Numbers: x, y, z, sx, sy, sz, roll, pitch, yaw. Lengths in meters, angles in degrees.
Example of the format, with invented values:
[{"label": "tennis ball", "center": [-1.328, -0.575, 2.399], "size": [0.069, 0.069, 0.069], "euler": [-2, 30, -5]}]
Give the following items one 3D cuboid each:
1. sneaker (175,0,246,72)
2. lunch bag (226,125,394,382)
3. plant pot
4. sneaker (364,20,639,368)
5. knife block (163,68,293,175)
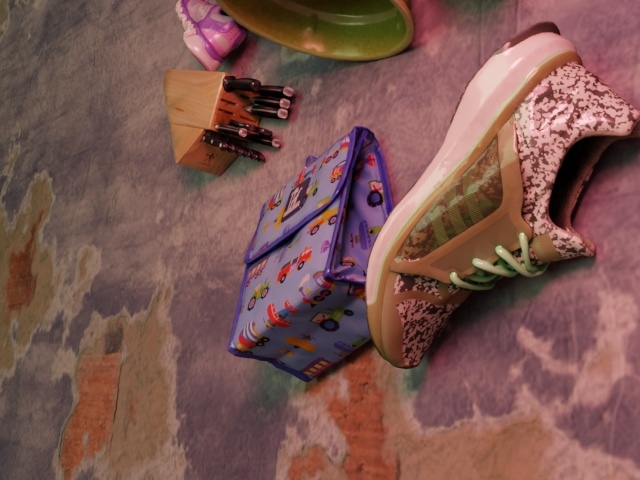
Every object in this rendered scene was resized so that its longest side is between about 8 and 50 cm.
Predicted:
[{"label": "sneaker", "center": [-0.181, -0.375, 1.659], "size": [0.104, 0.095, 0.236], "euler": [-37, 34, 10]}, {"label": "lunch bag", "center": [0.000, 0.000, 1.272], "size": [0.221, 0.138, 0.293], "euler": [-40, 36, 40]}, {"label": "plant pot", "center": [0.017, -0.414, 1.266], "size": [0.276, 0.276, 0.254], "euler": [-2, 70, 53]}, {"label": "sneaker", "center": [0.187, -0.011, 1.003], "size": [0.182, 0.158, 0.410], "euler": [41, 117, 33]}, {"label": "knife block", "center": [-0.147, -0.233, 1.558], "size": [0.242, 0.088, 0.276], "euler": [-43, 46, 35]}]
